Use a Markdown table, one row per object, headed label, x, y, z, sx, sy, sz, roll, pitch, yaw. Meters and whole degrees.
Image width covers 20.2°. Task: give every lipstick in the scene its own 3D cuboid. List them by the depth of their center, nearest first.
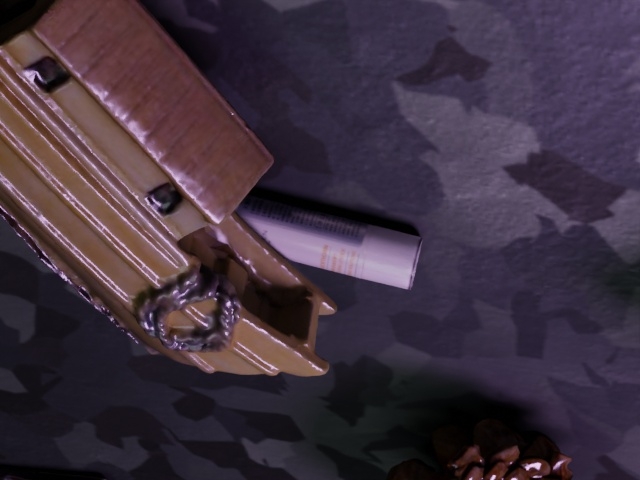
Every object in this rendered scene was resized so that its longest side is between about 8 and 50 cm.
| label | x | y | z | sx | sy | sz | roll | pitch | yaw |
| --- | --- | --- | --- | --- | --- | --- | --- | --- | --- |
| lipstick | 0.000 | 0.000 | 1.271 | 0.141 | 0.040 | 0.040 | 14 | 142 | 5 |

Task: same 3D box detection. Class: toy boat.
| label | x | y | z | sx | sy | sz | roll | pitch | yaw |
| --- | --- | --- | --- | --- | --- | --- | --- | --- | --- |
| toy boat | -0.131 | -0.071 | 1.148 | 0.162 | 0.136 | 0.445 | -24 | 125 | 23 |

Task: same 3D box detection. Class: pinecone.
| label | x | y | z | sx | sy | sz | roll | pitch | yaw |
| --- | --- | --- | --- | --- | --- | --- | --- | --- | --- |
| pinecone | 0.126 | 0.228 | 1.412 | 0.179 | 0.150 | 0.195 | 30 | 141 | -16 |

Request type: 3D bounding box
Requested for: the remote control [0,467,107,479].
| label | x | y | z | sx | sy | sz | roll | pitch | yaw |
| --- | --- | --- | --- | --- | --- | --- | --- | --- | --- |
| remote control | -0.288 | 0.235 | 1.675 | 0.212 | 0.028 | 0.059 | 2 | 140 | 19 |
